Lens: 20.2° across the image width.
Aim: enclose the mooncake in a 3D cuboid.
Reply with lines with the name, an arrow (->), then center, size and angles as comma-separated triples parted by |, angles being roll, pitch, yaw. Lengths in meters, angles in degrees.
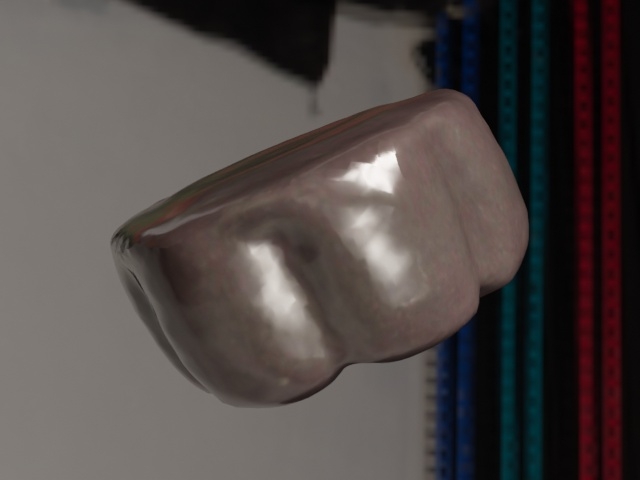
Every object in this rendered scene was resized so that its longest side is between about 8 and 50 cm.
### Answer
mooncake -> 0.000, 0.000, 1.060 | 0.245, 0.133, 0.245 | -24, 14, 6
